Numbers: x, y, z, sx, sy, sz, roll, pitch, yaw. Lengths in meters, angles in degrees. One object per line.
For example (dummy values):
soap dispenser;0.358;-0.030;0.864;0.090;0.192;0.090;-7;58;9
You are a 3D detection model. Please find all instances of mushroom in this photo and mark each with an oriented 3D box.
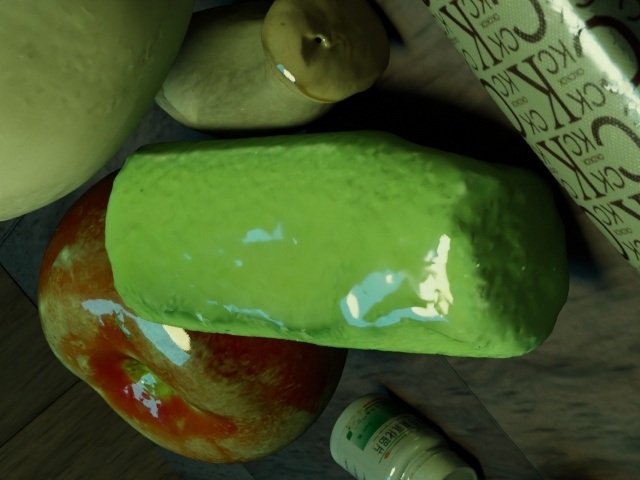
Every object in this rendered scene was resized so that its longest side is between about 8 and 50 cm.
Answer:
mushroom;-0.037;-0.119;1.197;0.108;0.096;0.247;55;157;-18

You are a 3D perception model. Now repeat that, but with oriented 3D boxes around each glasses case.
glasses case;0.147;-0.075;0.848;0.355;0.085;0.137;51;162;-3

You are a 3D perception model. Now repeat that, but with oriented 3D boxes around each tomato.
tomato;-0.094;0.044;1.472;0.270;0.223;0.270;23;149;15

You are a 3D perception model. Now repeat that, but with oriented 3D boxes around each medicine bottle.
medicine bottle;0.077;0.203;1.614;0.130;0.080;0.080;33;156;41

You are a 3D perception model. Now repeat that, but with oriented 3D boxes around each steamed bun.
steamed bun;-0.207;-0.155;1.173;0.206;0.324;0.324;32;172;-28

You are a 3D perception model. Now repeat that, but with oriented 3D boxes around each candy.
candy;0.000;0.000;1.178;0.343;0.142;0.132;4;174;42

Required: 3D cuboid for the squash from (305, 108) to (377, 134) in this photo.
squash;0.057;-0.027;1.231;0.183;0.052;0.052;46;163;15
